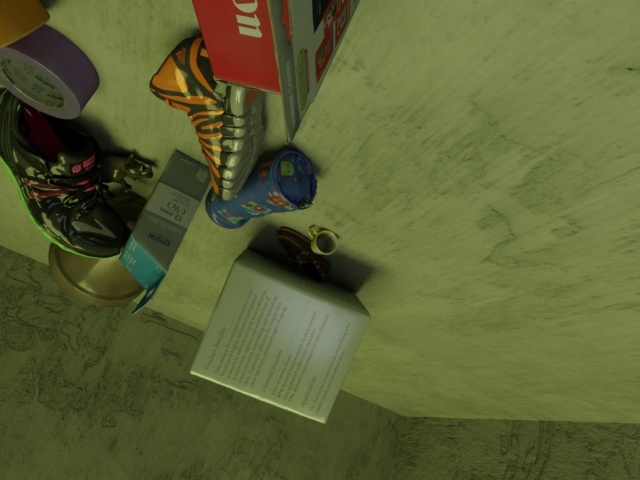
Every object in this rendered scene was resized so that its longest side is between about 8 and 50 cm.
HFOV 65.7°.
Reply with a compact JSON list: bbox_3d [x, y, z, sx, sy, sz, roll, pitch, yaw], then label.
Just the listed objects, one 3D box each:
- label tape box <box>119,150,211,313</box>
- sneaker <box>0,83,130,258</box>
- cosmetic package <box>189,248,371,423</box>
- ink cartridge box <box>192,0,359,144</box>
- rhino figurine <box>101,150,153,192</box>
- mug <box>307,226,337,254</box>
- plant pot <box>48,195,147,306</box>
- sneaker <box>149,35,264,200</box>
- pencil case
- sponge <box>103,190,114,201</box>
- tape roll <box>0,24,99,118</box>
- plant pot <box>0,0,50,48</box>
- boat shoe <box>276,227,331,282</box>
[{"bbox_3d":[-0.403,-0.011,1.207,0.115,0.347,0.249,29,154,-18],"label":"label tape box"},{"bbox_3d":[-0.607,-0.145,1.180,0.202,0.185,0.482,-3,129,31],"label":"sneaker"},{"bbox_3d":[-0.112,0.255,1.437,0.394,0.329,0.327,23,-177,-5],"label":"cosmetic package"},{"bbox_3d":[-0.050,-0.292,0.458,0.130,0.271,0.309,16,154,10],"label":"ink cartridge box"},{"bbox_3d":[-0.522,-0.181,1.283,0.243,0.073,0.106,0,147,33],"label":"rhino figurine"},{"bbox_3d":[0.004,0.002,1.291,0.062,0.078,0.064,-6,174,-21],"label":"mug"},{"bbox_3d":[-0.624,0.009,1.521,0.323,0.323,0.280,32,137,-23],"label":"plant pot"},{"bbox_3d":[-0.203,-0.222,0.900,0.180,0.124,0.321,24,137,6],"label":"sneaker"},{"bbox_3d":[-0.130,-0.103,1.089,0.133,0.119,0.306,23,158,-36],"label":"pencil case"},{"bbox_3d":[-0.739,-0.183,1.492,0.117,0.031,0.210,1,149,35],"label":"sponge"},{"bbox_3d":[-0.547,-0.334,0.980,0.189,0.080,0.189,17,156,8],"label":"tape roll"},{"bbox_3d":[-0.569,-0.395,0.762,0.205,0.205,0.188,5,136,30],"label":"plant pot"},{"bbox_3d":[-0.047,0.044,1.382,0.073,0.073,0.207,-8,142,48],"label":"boat shoe"}]
